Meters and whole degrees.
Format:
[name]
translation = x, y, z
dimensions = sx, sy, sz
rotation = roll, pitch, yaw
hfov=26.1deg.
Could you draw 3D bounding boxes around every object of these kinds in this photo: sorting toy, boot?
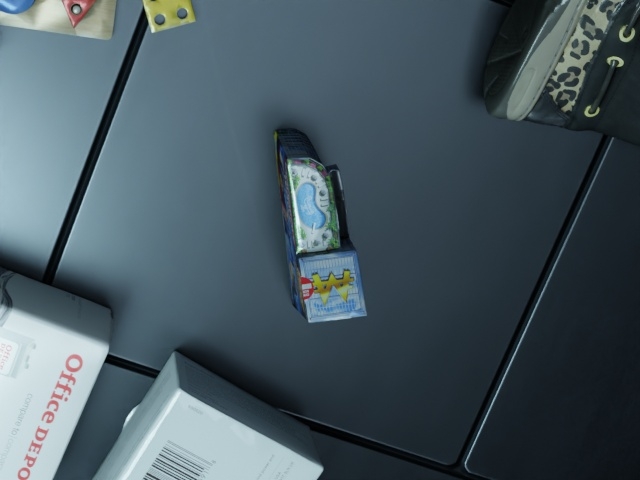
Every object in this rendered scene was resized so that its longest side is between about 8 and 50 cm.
[sorting toy]
translation = -0.250, -0.264, 1.329
dimensions = 0.274, 0.046, 0.132
rotation = 7, 104, -10
[boot]
translation = 0.360, -0.230, 1.338
dimensions = 0.284, 0.138, 0.377
rotation = 19, 125, -15

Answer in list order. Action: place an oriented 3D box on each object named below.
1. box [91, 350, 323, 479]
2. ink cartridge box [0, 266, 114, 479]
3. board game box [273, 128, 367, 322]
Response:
[box]
translation = -0.123, 0.247, 1.450
dimensions = 0.182, 0.119, 0.181
rotation = 31, 99, -15
[ink cartridge box]
translation = -0.373, 0.125, 1.382
dimensions = 0.283, 0.117, 0.207
rotation = 22, 101, -13
[board game box]
translation = 0.000, 0.000, 1.360
dimensions = 0.060, 0.194, 0.194
rotation = -8, 107, -6
